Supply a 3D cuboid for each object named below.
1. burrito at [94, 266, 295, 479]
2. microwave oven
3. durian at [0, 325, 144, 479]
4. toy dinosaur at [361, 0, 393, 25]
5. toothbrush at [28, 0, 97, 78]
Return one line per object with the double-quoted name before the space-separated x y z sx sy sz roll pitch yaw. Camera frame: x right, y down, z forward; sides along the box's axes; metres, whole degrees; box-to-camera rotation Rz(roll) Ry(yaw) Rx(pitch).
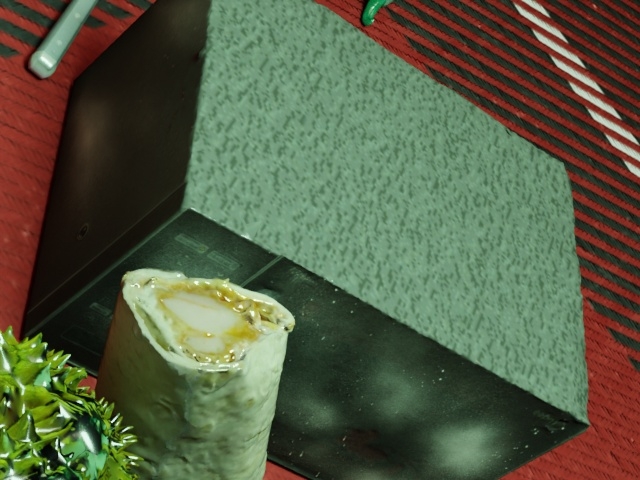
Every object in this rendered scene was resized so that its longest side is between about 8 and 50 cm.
"burrito" -0.105 0.158 1.252 0.143 0.299 0.105 -1 42 -15
"microwave oven" 0.000 0.000 1.472 0.432 0.236 0.374 29 43 -28
"durian" -0.237 0.200 1.098 0.291 0.225 0.291 0 90 -70
"toy dinosaur" 0.085 -0.303 1.904 0.059 0.132 0.096 34 -3 -21
"toothbrush" -0.213 -0.263 1.619 0.025 0.030 0.342 39 40 -17
